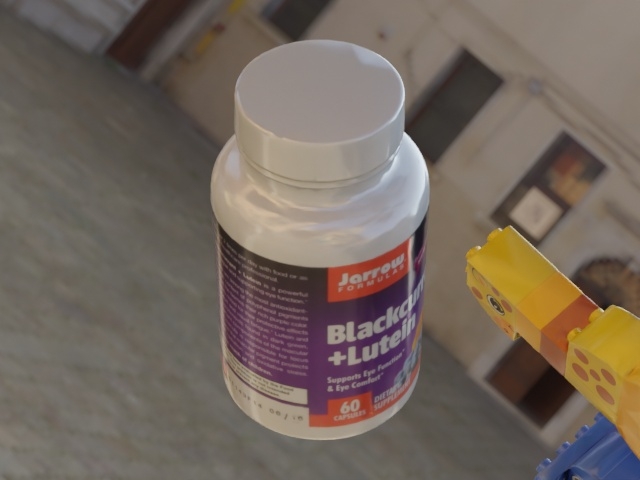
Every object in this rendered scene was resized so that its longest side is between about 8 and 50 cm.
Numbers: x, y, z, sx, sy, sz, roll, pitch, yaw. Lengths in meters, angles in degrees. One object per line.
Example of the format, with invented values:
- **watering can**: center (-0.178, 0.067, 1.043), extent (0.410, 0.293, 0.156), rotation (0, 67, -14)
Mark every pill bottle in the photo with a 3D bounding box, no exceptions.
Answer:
- **pill bottle**: center (0.000, 0.000, 0.856), extent (0.108, 0.108, 0.193), rotation (45, -31, 37)

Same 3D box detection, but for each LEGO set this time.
- **LEGO set**: center (0.101, 0.031, 0.566), extent (0.093, 0.087, 0.227), rotation (45, -19, 23)
